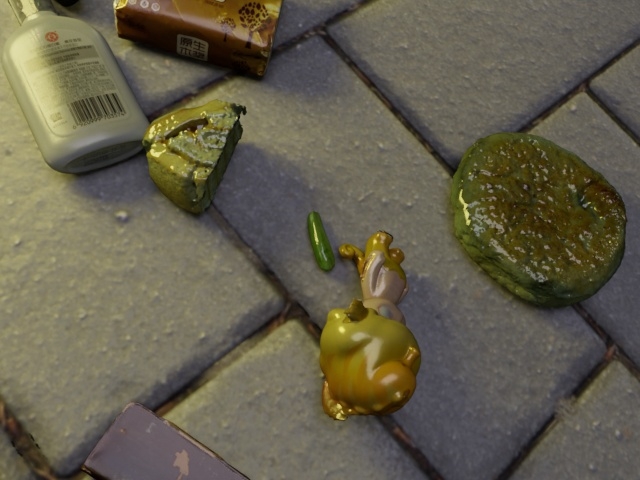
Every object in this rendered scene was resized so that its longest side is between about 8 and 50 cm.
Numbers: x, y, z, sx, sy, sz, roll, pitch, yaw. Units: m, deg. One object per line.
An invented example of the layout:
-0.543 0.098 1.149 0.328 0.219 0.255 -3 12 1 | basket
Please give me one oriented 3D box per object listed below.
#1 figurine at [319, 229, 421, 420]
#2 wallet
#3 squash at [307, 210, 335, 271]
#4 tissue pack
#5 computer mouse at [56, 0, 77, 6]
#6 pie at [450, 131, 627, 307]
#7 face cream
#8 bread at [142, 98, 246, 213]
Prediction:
0.064 0.104 0.762 0.156 0.131 0.246 49 39 -34 | figurine
-0.164 0.262 0.685 0.176 0.026 0.095 32 70 3 | wallet
-0.001 0.000 0.837 0.027 0.027 0.089 -12 69 -18 | squash
-0.170 -0.354 0.914 0.226 0.092 0.183 14 64 -9 | tissue pack
-0.428 -0.443 0.864 0.269 0.137 0.086 34 72 4 | computer mouse
0.316 -0.036 0.905 0.276 0.079 0.277 4 62 -8 | pie
-0.345 -0.229 0.827 0.143 0.071 0.291 -25 76 -25 | face cream
-0.171 -0.123 0.813 0.110 0.103 0.156 19 58 4 | bread
